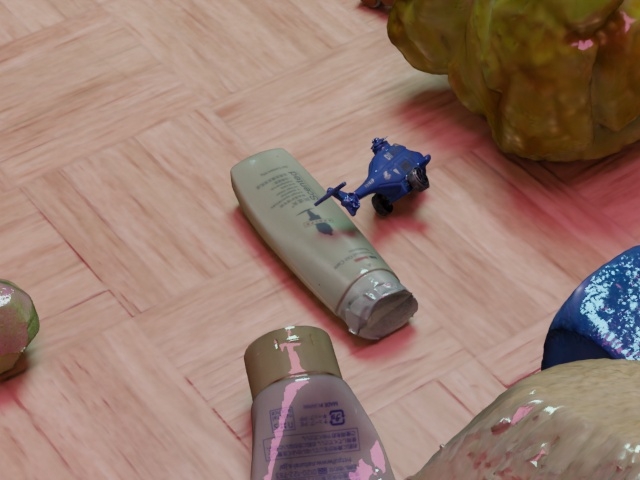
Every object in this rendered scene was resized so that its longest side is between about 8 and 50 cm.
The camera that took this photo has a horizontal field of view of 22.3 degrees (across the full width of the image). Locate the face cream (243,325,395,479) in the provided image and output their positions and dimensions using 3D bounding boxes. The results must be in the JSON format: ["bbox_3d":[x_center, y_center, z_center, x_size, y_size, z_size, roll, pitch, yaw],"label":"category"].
[{"bbox_3d":[-0.003,0.173,1.185,0.114,0.070,0.224,-10,56,-9],"label":"face cream"}]

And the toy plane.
[{"bbox_3d":[0.049,-0.053,1.391,0.062,0.054,0.167,56,32,0],"label":"toy plane"}]

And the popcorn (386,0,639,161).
[{"bbox_3d":[0.202,-0.211,1.446,0.276,0.225,0.276,-13,60,23],"label":"popcorn"}]

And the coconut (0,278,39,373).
[{"bbox_3d":[-0.263,0.066,1.278,0.082,0.083,0.081,4,50,-28],"label":"coconut"}]

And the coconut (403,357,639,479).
[{"bbox_3d":[0.193,0.277,0.851,0.344,0.415,0.415,-1,42,-16],"label":"coconut"}]

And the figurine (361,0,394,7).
[{"bbox_3d":[0.107,-0.318,1.668,0.147,0.093,0.197,11,41,42],"label":"figurine"}]

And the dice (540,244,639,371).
[{"bbox_3d":[0.255,0.095,1.195,0.146,0.143,0.146,-34,53,-25],"label":"dice"}]

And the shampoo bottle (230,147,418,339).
[{"bbox_3d":[0.000,0.000,1.364,0.072,0.049,0.212,-22,47,-27],"label":"shampoo bottle"}]
